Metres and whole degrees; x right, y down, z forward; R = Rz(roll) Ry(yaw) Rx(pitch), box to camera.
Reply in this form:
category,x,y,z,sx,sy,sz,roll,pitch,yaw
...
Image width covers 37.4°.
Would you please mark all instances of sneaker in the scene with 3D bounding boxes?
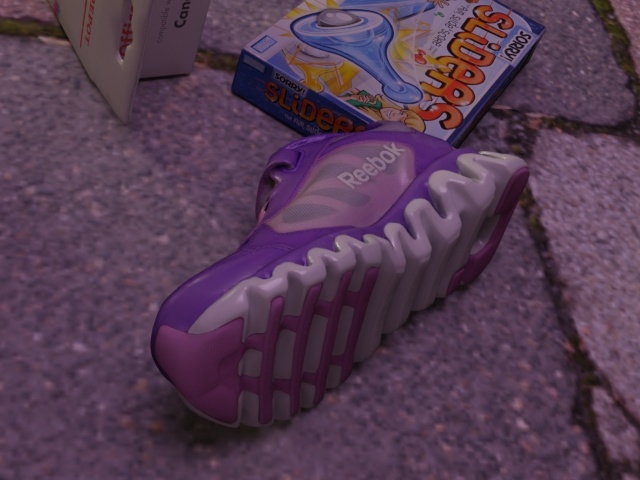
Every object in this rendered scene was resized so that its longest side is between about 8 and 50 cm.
category,x,y,z,sx,sy,sz,roll,pitch,yaw
sneaker,0.000,0.000,0.459,0.104,0.095,0.236,37,41,23

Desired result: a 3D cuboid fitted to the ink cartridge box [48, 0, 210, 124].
category,x,y,z,sx,sy,sz,roll,pitch,yaw
ink cartridge box,-0.115,-0.174,0.550,0.067,0.115,0.198,-13,56,-31

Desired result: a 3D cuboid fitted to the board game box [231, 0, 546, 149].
category,x,y,z,sx,sy,sz,roll,pitch,yaw
board game box,0.053,-0.121,0.624,0.136,0.035,0.201,32,45,9
